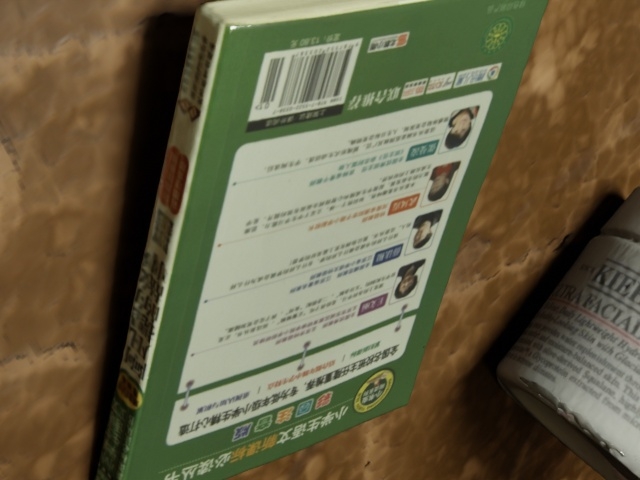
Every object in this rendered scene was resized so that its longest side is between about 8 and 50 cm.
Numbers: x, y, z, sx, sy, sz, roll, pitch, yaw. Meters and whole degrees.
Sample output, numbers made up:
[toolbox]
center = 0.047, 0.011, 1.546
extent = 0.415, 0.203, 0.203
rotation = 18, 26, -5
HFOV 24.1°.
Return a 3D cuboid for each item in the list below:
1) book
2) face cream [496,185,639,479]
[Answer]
[book]
center = 0.000, 0.000, 0.707
extent = 0.202, 0.027, 0.264
rotation = -17, 134, -41
[face cream]
center = 0.216, 0.078, 0.908
extent = 0.153, 0.177, 0.177
rotation = -51, 144, -6
